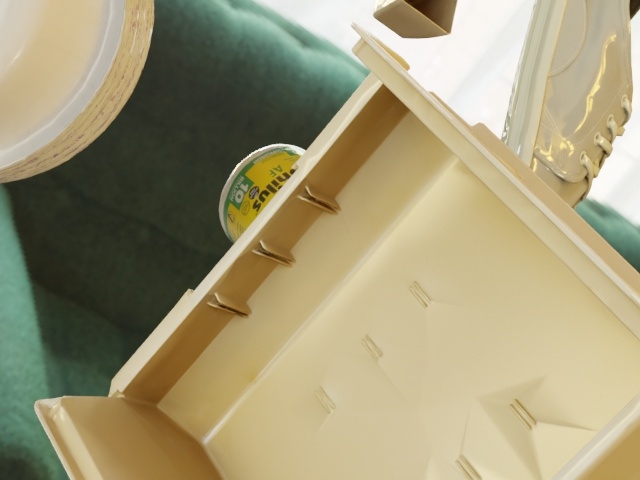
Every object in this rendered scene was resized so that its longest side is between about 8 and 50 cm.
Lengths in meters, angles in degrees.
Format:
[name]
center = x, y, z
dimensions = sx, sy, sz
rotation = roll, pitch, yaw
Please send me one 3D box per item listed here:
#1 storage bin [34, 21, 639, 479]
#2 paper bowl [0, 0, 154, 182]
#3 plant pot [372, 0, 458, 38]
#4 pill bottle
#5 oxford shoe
[storage bin]
center = 0.021, 0.073, 0.605
dimensions = 0.123, 0.262, 0.260
rotation = 24, 21, -51
[paper bowl]
center = -0.278, -0.186, 0.944
dimensions = 0.284, 0.284, 0.148
rotation = 39, 4, 5
[plant pot]
center = 0.146, -0.383, 1.996
dimensions = 0.109, 0.096, 0.109
rotation = 30, 62, -31
[pill bottle]
center = 0.000, 0.000, 1.150
dimensions = 0.117, 0.117, 0.208
rotation = 23, 12, -38
[oxford shoe]
center = 0.253, -0.111, 1.314
dimensions = 0.130, 0.449, 0.169
rotation = 16, -18, 4
